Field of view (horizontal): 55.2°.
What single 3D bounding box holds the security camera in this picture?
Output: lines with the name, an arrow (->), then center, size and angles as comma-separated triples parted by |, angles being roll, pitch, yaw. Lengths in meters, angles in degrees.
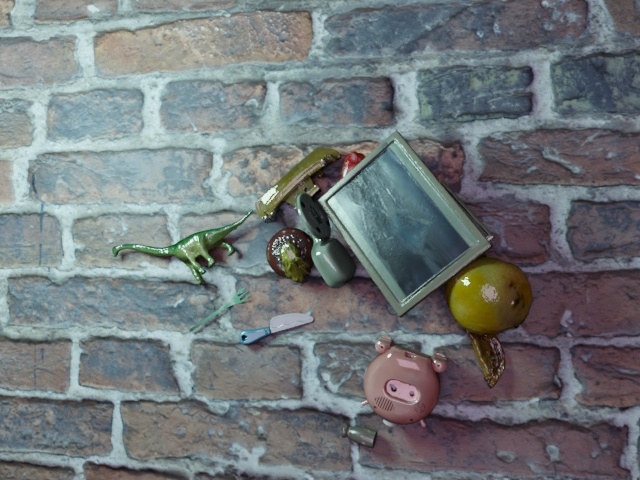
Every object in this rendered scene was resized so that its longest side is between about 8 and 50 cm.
security camera -> 0.000, 0.000, 1.832 | 0.080, 0.157, 0.301 | -28, 93, 25

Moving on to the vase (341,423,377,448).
vase -> 0.116, 0.585, 1.840 | 0.101, 0.053, 0.053 | 12, 89, 15

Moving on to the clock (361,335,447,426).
clock -> 0.235, 0.427, 1.785 | 0.227, 0.142, 0.241 | 17, 93, 12

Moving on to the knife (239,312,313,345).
knife -> -0.142, 0.269, 1.925 | 0.244, 0.032, 0.058 | -22, 74, 4

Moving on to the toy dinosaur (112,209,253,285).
toy dinosaur -> -0.439, -0.012, 1.979 | 0.447, 0.087, 0.301 | -44, 73, 3

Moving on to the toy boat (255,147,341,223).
toy boat -> -0.062, -0.167, 1.905 | 0.321, 0.089, 0.121 | -41, 86, 4

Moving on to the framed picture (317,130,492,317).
framed picture -> 0.224, -0.052, 1.750 | 0.326, 0.028, 0.446 | -41, 67, 15

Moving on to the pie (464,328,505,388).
pie -> 0.493, 0.329, 1.794 | 0.088, 0.033, 0.191 | -19, 81, -6

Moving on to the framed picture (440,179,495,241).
framed picture -> 0.343, -0.035, 1.785 | 0.217, 0.017, 0.274 | -39, 50, 6

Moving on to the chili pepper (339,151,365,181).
chili pepper -> 0.098, -0.211, 1.887 | 0.073, 0.070, 0.123 | 11, 90, 38

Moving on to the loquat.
loquat -> 0.467, 0.145, 1.716 | 0.244, 0.244, 0.243 | -1, 86, 11

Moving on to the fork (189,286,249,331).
fork -> -0.326, 0.225, 1.966 | 0.235, 0.021, 0.039 | -34, 77, 9

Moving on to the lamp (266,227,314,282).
lamp -> -0.091, 0.038, 1.872 | 0.157, 0.135, 0.156 | 23, 90, 13
